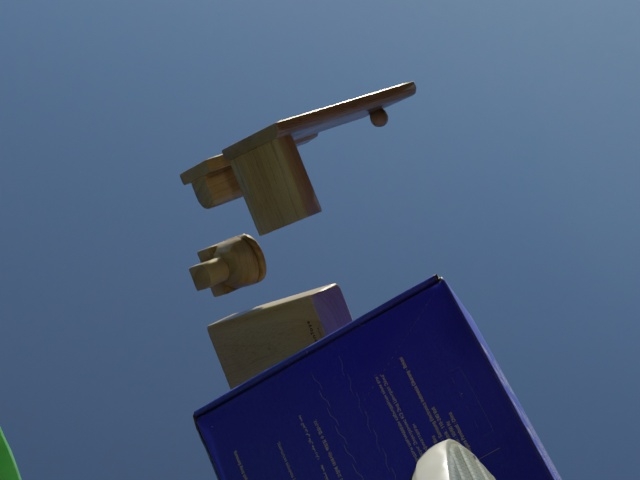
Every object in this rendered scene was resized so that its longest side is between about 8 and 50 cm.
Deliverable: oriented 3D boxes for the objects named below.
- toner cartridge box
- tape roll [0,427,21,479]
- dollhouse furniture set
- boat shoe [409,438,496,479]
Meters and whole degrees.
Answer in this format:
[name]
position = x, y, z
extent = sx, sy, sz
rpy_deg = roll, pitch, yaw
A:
[toner cartridge box]
position = 0.075, 0.205, 0.639
extent = 0.165, 0.075, 0.347
rpy_deg = -30, -118, 8
[tape roll]
position = -0.253, 0.105, 0.379
extent = 0.321, 0.077, 0.321
rpy_deg = 20, -147, -14
[dollhouse furniture set]
position = 0.000, 0.000, 0.814
extent = 0.123, 0.144, 0.151
rpy_deg = -23, -88, -41
[boat shoe]
position = 0.053, 0.164, 0.495
extent = 0.083, 0.076, 0.226
rpy_deg = 46, -166, -17
